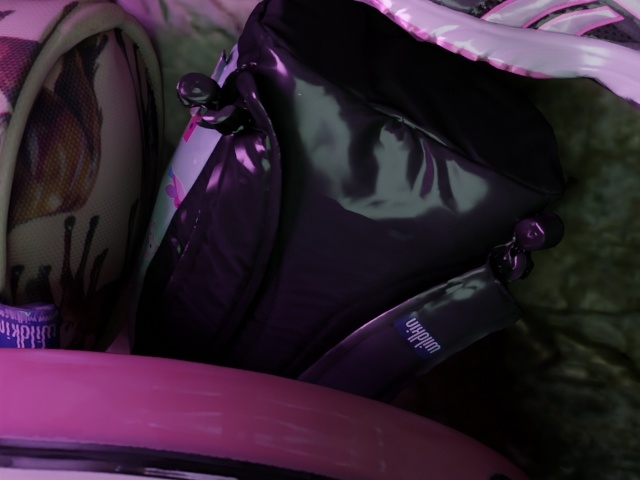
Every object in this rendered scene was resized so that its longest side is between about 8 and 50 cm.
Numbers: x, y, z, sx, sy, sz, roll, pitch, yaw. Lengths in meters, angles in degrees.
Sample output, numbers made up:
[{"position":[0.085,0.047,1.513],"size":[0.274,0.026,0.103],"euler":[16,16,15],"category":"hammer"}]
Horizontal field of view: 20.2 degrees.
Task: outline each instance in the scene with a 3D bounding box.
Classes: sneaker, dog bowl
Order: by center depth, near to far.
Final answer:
[{"position":[0.104,-0.095,0.676],"size":[0.178,0.072,0.077],"euler":[18,100,6],"category":"sneaker"},{"position":[-0.079,0.169,0.730],"size":[0.408,0.150,0.408],"euler":[4,157,2],"category":"dog bowl"}]

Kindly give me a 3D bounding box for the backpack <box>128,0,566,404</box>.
[{"position":[0.000,0.000,0.720],"size":[0.152,0.115,0.182],"euler":[31,126,-2],"category":"backpack"}]

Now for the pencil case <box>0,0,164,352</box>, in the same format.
[{"position":[-0.276,-0.019,0.755],"size":[0.410,0.160,0.184],"euler":[5,96,12],"category":"pencil case"}]
